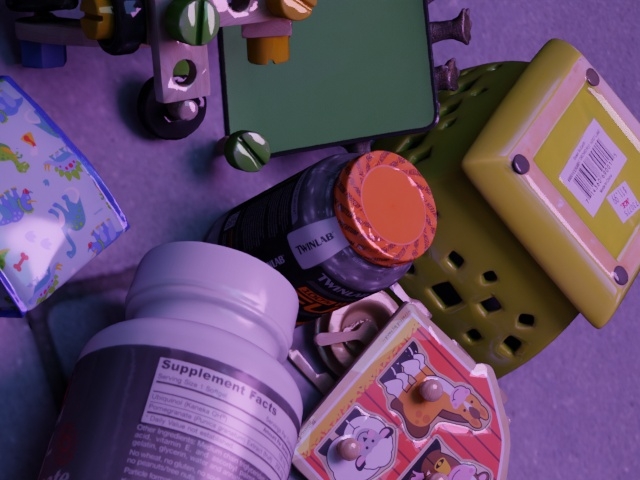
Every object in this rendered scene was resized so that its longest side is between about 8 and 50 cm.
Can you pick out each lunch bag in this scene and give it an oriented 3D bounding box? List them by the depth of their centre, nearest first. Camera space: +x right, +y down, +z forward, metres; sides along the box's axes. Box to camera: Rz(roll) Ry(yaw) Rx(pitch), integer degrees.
[{"bbox_3d":[-0.242,-0.031,1.336,0.129,0.096,0.151,-45,112,-40],"label":"lunch bag"}]

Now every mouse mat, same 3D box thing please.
[{"bbox_3d":[0.005,-0.151,1.544,0.007,0.189,0.153,45,39,-67],"label":"mouse mat"}]

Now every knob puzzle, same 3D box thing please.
[{"bbox_3d":[0.088,0.179,1.513,0.213,0.030,0.213,0,90,-23],"label":"knob puzzle"}]

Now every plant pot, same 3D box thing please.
[{"bbox_3d":[0.180,-0.034,1.602,0.227,0.207,0.228,49,51,-14],"label":"plant pot"}]

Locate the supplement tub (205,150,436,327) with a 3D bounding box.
[{"bbox_3d":[0.000,0.000,1.454,0.117,0.190,0.117,15,64,-33],"label":"supplement tub"}]

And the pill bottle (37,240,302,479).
[{"bbox_3d":[-0.113,0.167,1.307,0.176,0.176,0.318,31,56,-26],"label":"pill bottle"}]

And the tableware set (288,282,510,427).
[{"bbox_3d":[0.074,0.118,1.544,0.194,0.039,0.128,47,68,-14],"label":"tableware set"}]

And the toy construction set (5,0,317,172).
[{"bbox_3d":[-0.082,-0.224,1.380,0.257,0.237,0.309,18,92,-26],"label":"toy construction set"}]

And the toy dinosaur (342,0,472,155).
[{"bbox_3d":[0.041,-0.168,1.606,0.121,0.160,0.314,33,62,-64],"label":"toy dinosaur"}]
